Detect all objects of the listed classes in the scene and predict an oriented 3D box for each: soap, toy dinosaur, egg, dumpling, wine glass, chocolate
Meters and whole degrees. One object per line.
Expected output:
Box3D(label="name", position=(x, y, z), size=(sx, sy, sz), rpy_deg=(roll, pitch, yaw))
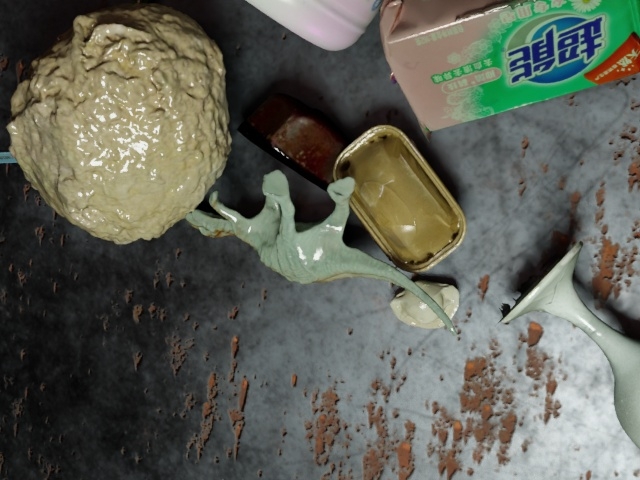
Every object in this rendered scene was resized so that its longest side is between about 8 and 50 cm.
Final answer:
Box3D(label="soap", position=(0.213, -0.226, 0.999), size=(0.274, 0.218, 0.098), rpy_deg=(-13, 55, 19))
Box3D(label="toy dinosaur", position=(0.000, 0.000, 1.095), size=(0.393, 0.092, 0.205), rpy_deg=(25, 143, 12))
Box3D(label="egg", position=(-0.238, -0.142, 1.106), size=(0.279, 0.279, 0.310), rpy_deg=(27, 128, 15))
Box3D(label="dumpling", position=(0.131, 0.079, 1.122), size=(0.076, 0.057, 0.052), rpy_deg=(-34, 44, -6))
Box3D(label="wine glass", position=(0.350, 0.146, 0.997), size=(0.321, 0.143, 0.143), rpy_deg=(43, 107, 8))
Box3D(label="chocolate", position=(-0.032, -0.136, 1.123), size=(0.149, 0.125, 0.080), rpy_deg=(36, 89, 17))

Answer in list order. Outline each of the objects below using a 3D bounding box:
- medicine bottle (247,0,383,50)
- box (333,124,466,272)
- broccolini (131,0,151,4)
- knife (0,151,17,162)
Box3D(label="medicine bottle", position=(0.015, -0.395, 1.010), size=(0.241, 0.241, 0.302), rpy_deg=(39, 105, 12))
Box3D(label="box", position=(0.098, -0.051, 1.085), size=(0.111, 0.111, 0.177), rpy_deg=(-39, 82, 18))
Box3D(label="broccolini", position=(-0.242, -0.291, 1.220), size=(0.054, 0.051, 0.239), rpy_deg=(28, 115, 57))
Box3D(label="knife", position=(-0.456, -0.122, 1.322), size=(0.096, 0.010, 0.027), rpy_deg=(0, 94, 20))
